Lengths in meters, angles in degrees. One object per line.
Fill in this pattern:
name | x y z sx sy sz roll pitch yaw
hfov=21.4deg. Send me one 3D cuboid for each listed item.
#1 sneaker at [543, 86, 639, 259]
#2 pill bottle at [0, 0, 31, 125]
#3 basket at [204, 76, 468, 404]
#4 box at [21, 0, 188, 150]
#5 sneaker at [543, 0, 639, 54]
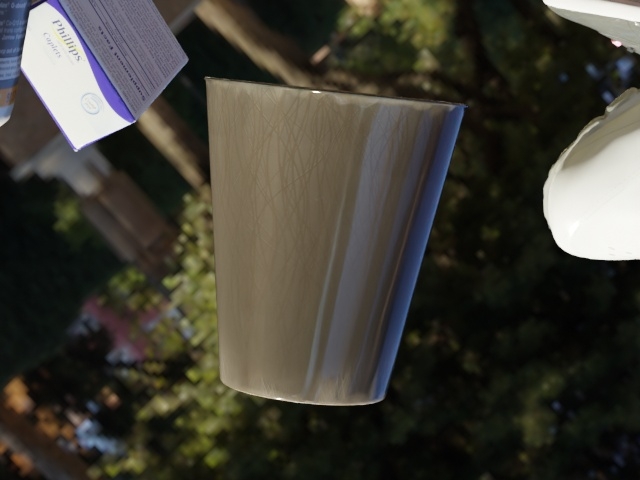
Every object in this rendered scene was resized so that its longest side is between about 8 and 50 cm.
sneaker | 0.249 -0.018 0.773 0.297 0.111 0.129 -6 -119 17
pill bottle | -0.279 -0.228 1.214 0.162 0.162 0.279 -98 -160 -77
basket | 0.000 0.000 1.263 0.204 0.227 0.154 7 -174 23
box | -0.193 -0.168 1.452 0.072 0.126 0.137 -23 -161 27
sneaker | 0.358 -0.175 1.707 0.104 0.295 0.147 -64 166 -61
